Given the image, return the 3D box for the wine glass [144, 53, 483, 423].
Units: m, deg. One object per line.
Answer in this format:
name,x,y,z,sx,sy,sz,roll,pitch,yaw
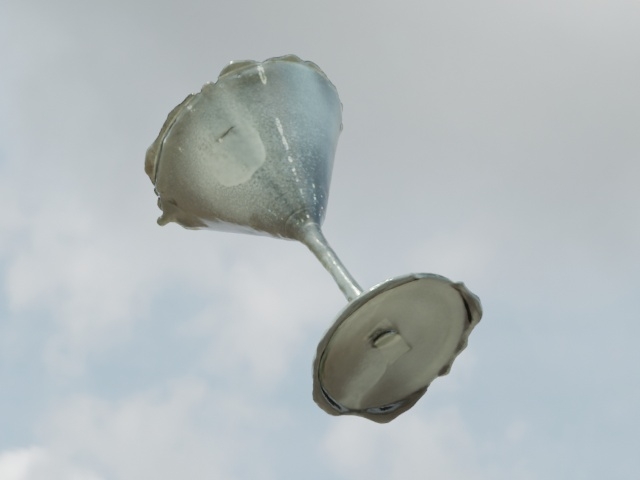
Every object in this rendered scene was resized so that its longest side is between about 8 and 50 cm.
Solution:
wine glass,0.000,0.000,0.985,0.122,0.183,0.122,-20,-43,-20
